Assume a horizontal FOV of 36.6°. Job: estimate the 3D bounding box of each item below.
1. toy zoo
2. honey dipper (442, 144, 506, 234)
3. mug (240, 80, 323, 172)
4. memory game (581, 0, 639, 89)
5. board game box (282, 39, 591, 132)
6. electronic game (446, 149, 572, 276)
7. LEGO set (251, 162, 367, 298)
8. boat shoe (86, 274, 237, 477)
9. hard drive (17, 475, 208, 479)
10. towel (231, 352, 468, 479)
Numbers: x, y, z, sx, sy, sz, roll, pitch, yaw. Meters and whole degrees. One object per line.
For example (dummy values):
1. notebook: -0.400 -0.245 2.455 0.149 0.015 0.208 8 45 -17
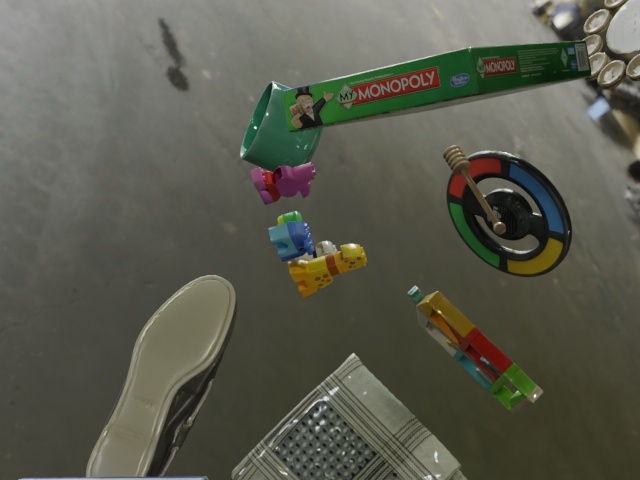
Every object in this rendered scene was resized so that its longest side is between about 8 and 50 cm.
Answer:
1. toy zoo: 0.266 0.192 1.749 0.293 0.030 0.192 44 -12 12
2. honey dipper: 0.231 -0.074 1.434 0.030 0.030 0.161 10 43 -48
3. mug: -0.054 -0.174 1.497 0.097 0.129 0.158 21 33 -14
4. memory game: 0.373 -0.252 1.114 0.012 0.186 0.186 36 37 -28
5. board game box: 0.136 -0.168 1.044 0.317 0.213 0.046 -19 100 -55
6. electronic game: 0.301 -0.041 1.566 0.048 0.229 0.229 -38 93 -35
7. LEGO set: 0.000 0.000 1.183 0.227 0.093 0.087 64 11 -53
8. boat shoe: -0.213 0.204 1.327 0.112 0.095 0.335 24 74 12
9. hard drive: -0.248 0.397 1.199 0.040 0.318 0.210 -20 99 -57
10. towel: 0.050 0.404 1.614 0.324 0.312 0.056 46 -3 22
